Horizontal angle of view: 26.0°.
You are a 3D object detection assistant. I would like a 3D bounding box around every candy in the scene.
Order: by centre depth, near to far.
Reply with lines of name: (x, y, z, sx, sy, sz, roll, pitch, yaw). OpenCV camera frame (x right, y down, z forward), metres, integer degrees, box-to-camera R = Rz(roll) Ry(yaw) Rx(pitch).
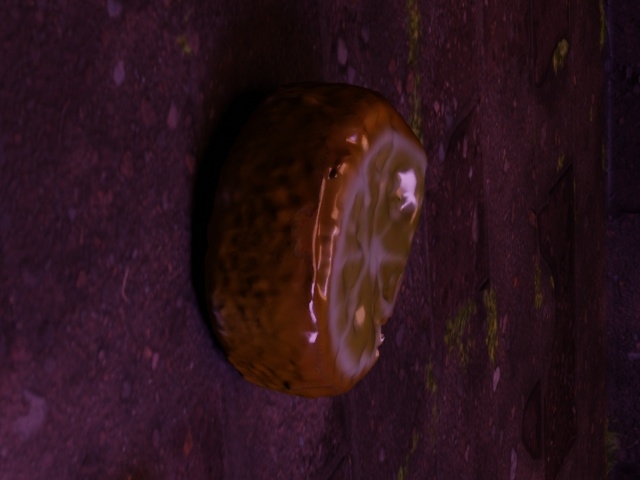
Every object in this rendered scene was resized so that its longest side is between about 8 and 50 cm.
candy: (0.000, 0.000, 1.112, 0.260, 0.118, 0.259, 6, 90, -68)
